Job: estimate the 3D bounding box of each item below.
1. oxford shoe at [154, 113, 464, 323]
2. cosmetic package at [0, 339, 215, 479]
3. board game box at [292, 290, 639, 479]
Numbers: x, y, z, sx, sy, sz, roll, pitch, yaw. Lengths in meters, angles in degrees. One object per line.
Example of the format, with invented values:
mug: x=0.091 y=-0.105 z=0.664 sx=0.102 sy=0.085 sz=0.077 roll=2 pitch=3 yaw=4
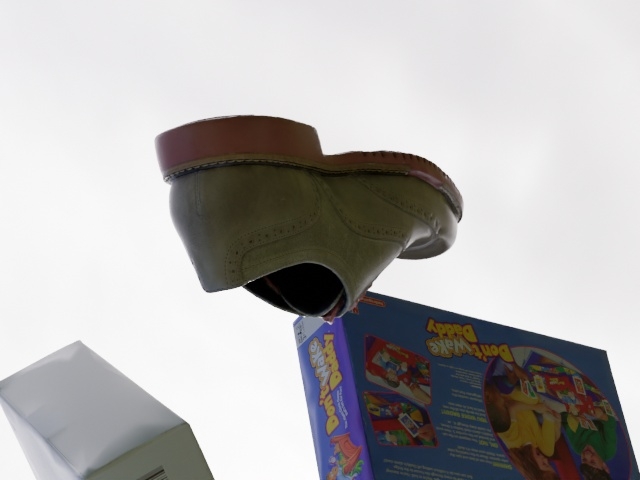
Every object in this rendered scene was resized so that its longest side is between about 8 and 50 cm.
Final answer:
oxford shoe: x=0.000 y=0.000 z=1.331 sx=0.348 sy=0.123 sz=0.130 roll=9 pitch=-109 yaw=-55
cosmetic package: x=-0.118 y=0.287 z=1.472 sx=0.284 sy=0.097 sz=0.377 roll=20 pitch=135 yaw=63
board game box: x=0.151 y=0.189 z=1.767 sx=0.347 sy=0.078 sz=0.233 roll=15 pitch=-133 yaw=-31
